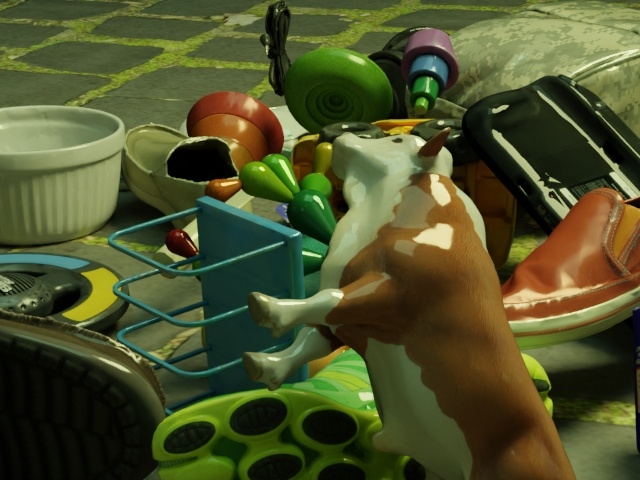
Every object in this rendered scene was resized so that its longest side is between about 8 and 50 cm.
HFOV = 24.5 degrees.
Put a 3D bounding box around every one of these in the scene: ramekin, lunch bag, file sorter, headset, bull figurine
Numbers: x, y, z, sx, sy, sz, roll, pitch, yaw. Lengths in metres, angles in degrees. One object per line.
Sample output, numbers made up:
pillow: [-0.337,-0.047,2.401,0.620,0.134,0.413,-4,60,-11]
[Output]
ramekin: [-0.314,-0.071,1.606,0.207,0.109,0.207,-1,19,0]
lunch bag: [0.267,-0.151,1.670,0.256,0.212,0.305,-8,20,-24]
file sorter: [-0.085,0.072,1.097,0.104,0.170,0.118,-18,26,-37]
headset: [0.118,-0.229,1.941,0.394,0.185,0.243,1,18,18]
bull figurine: [0.057,0.075,0.938,0.188,0.310,0.101,-23,-7,-24]

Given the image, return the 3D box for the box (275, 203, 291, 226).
box: [0.022,-0.026,1.598,0.136,0.028,0.081,-9,21,-18]

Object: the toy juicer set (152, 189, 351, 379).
toy juicer set: [-0.028,0.053,1.296,0.209,0.089,0.329,-27,38,-28]

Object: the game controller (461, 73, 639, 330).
game controller: [0.269,-0.030,1.355,0.166,0.067,0.319,-22,60,-29]

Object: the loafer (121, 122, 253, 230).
loafer: [-0.138,-0.074,1.589,0.102,0.092,0.268,-10,31,-28]

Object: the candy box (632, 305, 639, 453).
candy box: [0.389,0.091,0.975,0.317,0.122,0.268,-1,-7,1]

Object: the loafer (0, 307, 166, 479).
loafer: [-0.263,0.094,1.085,0.366,0.134,0.130,8,21,22]

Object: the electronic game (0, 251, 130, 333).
electronic game: [-0.287,0.055,1.331,0.229,0.048,0.229,0,19,0]

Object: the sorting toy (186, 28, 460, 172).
sorting toy: [-0.011,-0.125,1.663,0.365,0.127,0.126,-18,35,29]

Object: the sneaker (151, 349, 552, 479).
sneaker: [0.020,0.138,1.035,0.295,0.109,0.123,-6,5,-26]

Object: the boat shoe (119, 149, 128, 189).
boat shoe: [-0.299,-0.097,1.744,0.183,0.066,0.066,-2,19,-5]

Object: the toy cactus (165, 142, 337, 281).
toy cactus: [0.000,0.000,1.222,0.219,0.112,0.180,-25,56,-30]

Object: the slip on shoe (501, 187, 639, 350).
slip on shoe: [0.218,0.013,1.184,0.331,0.101,0.123,-21,7,-25]

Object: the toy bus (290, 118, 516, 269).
toy bus: [0.085,-0.066,1.513,0.220,0.149,0.211,1,21,4]

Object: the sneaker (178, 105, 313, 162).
sneaker: [-0.071,-0.126,1.827,0.212,0.080,0.094,-8,32,-26]
